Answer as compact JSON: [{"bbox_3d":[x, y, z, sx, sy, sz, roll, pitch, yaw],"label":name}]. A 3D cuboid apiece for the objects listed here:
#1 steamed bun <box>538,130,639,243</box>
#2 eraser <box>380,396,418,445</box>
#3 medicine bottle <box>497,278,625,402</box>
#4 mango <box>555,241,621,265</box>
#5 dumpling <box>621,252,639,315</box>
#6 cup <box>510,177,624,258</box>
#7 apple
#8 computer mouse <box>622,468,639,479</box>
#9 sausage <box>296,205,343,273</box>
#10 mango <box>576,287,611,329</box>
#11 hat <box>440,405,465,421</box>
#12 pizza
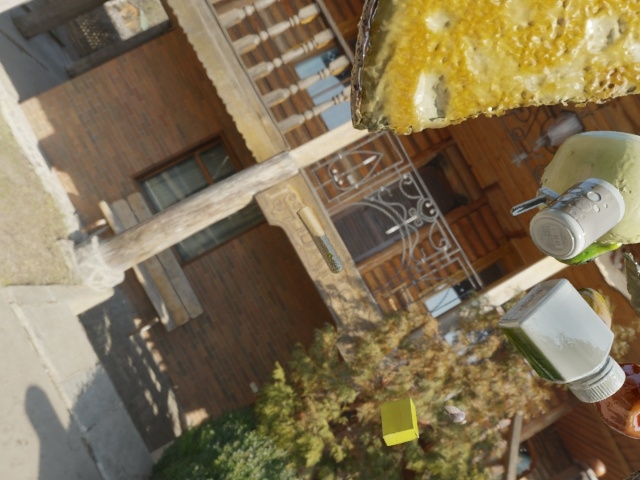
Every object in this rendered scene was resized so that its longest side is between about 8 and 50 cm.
[{"bbox_3d":[0.627,-0.121,1.006,0.166,0.231,0.273,28,5,-41],"label":"steamed bun"},{"bbox_3d":[0.229,0.527,1.318,0.122,0.097,0.045,-76,144,-65],"label":"eraser"},{"bbox_3d":[0.425,0.178,0.787,0.188,0.132,0.088,51,-13,4],"label":"medicine bottle"},{"bbox_3d":[0.881,0.021,1.515,0.111,0.125,0.233,36,-23,-16],"label":"mango"},{"bbox_3d":[1.090,0.173,1.493,0.332,0.086,0.166,47,17,-36],"label":"dumpling"},{"bbox_3d":[0.317,-0.037,0.585,0.102,0.099,0.074,49,-25,23],"label":"cup"},{"bbox_3d":[0.952,0.485,1.374,0.218,0.218,0.201,63,16,-15],"label":"apple"},{"bbox_3d":[0.722,0.544,0.979,0.096,0.234,0.137,58,-27,30],"label":"computer mouse"},{"bbox_3d":[0.001,-0.001,1.804,0.301,0.066,0.066,61,-5,2],"label":"sausage"},{"bbox_3d":[0.833,0.260,1.434,0.120,0.221,0.152,27,2,-41],"label":"mango"},{"bbox_3d":[0.440,0.583,1.515,0.087,0.042,0.058,24,-29,-9],"label":"hat"},{"bbox_3d":[0.224,-0.346,0.556,0.080,0.436,0.391,-76,155,-63],"label":"pizza"}]
